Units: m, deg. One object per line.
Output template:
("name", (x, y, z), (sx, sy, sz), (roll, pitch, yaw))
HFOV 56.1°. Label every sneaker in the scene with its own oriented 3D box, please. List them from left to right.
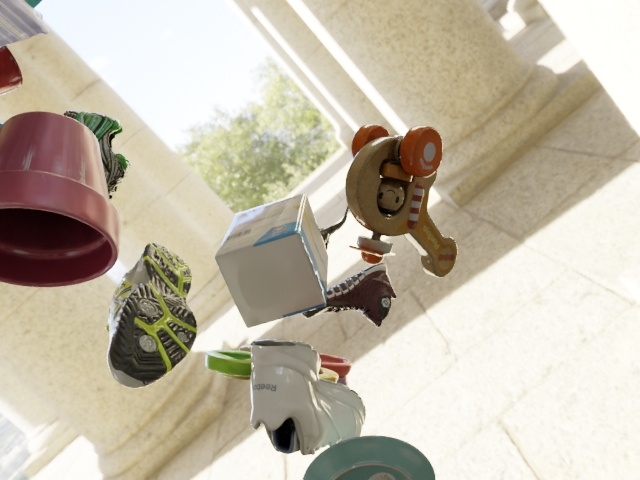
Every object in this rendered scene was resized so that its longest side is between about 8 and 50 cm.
("sneaker", (-0.521, -0.139, 1.410), (0.147, 0.343, 0.134), (-3, -3, -13))
("sneaker", (-0.323, 0.154, 1.110), (0.147, 0.145, 0.384), (-47, 20, 15))
("sneaker", (-0.025, 0.249, 0.852), (0.111, 0.297, 0.129), (-7, 54, 28))
("sneaker", (0.096, 0.187, 1.669), (0.281, 0.162, 0.106), (-28, -1, -15))

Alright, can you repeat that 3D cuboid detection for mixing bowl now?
("mixing bowl", (-0.677, -0.338, 1.144), (0.181, 0.181, 0.098), (-26, 25, 54))

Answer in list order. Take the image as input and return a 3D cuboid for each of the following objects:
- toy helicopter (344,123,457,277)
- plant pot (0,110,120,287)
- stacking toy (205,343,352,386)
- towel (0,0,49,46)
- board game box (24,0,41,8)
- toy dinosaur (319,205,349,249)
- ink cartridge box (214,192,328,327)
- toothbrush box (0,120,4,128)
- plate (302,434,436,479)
("toy helicopter", (0.154, -0.028, 1.073), (0.140, 0.355, 0.234), (13, 66, 44))
("plant pot", (-0.364, -0.061, 0.790), (0.201, 0.201, 0.180), (-34, 50, 36))
("stacking toy", (-0.084, 0.305, 1.235), (0.309, 0.280, 0.130), (17, -101, -73))
("towel", (-0.505, -0.231, 0.681), (0.336, 0.040, 0.243), (-20, 11, -8))
("board game box", (-0.603, -0.558, 1.243), (0.160, 0.047, 0.210), (20, 65, 27))
("toy dinosaur", (0.000, 0.000, 1.777), (0.268, 0.064, 0.118), (-34, -33, -34))
("ink cartridge box", (-0.103, 0.038, 1.437), (0.198, 0.197, 0.270), (-17, 21, 10))
("toothbrush box", (-0.641, -0.140, 0.964), (0.216, 0.296, 0.126), (-60, 29, -4))
("plate", (0.067, 0.346, 0.823), (0.188, 0.188, 0.024), (-39, 20, 15))
